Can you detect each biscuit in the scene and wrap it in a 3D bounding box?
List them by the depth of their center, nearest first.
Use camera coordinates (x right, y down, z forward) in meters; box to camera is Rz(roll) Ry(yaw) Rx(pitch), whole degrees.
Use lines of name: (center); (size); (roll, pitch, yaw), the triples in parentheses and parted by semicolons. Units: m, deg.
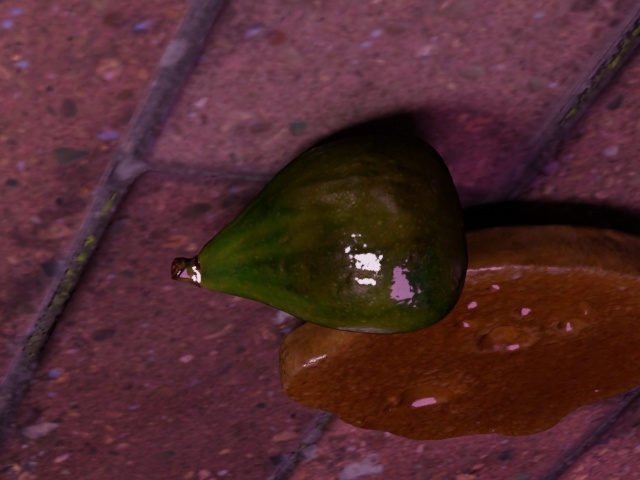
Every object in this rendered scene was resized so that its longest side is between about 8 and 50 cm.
biscuit: (0.123, 0.064, 1.212); (0.273, 0.049, 0.257); (17, 140, -36)

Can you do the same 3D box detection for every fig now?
fig: (0.000, 0.000, 1.026); (0.177, 0.117, 0.117); (-10, 152, 26)
